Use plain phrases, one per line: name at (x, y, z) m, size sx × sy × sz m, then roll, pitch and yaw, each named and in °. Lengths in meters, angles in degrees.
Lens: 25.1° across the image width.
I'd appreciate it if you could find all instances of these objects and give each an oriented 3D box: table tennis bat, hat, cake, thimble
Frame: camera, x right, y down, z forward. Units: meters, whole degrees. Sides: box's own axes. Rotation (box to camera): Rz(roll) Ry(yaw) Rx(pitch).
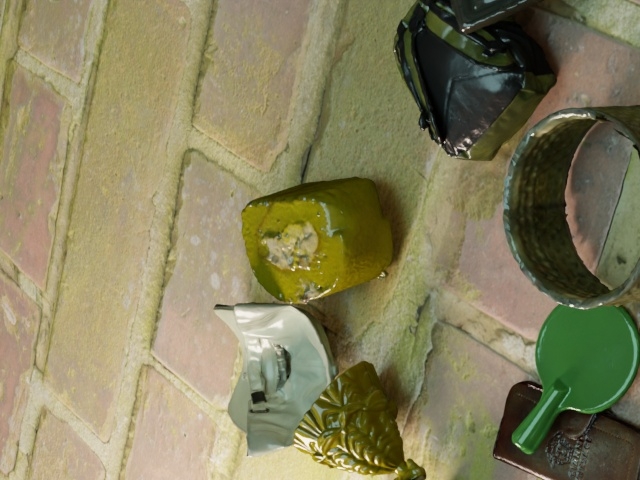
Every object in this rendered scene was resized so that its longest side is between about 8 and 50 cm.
table tennis bat at (0.348, 0.192, 2.006) m, size 0.160 × 0.039 × 0.257 m, roll 45°, pitch 112°, yaw 36°
hat at (-0.079, 0.214, 2.457) m, size 0.301 × 0.168 × 0.258 m, roll -161°, pitch 66°, yaw -72°
cake at (0.000, 0.000, 2.316) m, size 0.260 × 0.156 × 0.179 m, roll -1°, pitch 106°, yaw 53°
thimble at (0.380, -0.048, 1.881) m, size 0.270 × 0.150 × 0.271 m, roll 6°, pitch 99°, yaw 48°

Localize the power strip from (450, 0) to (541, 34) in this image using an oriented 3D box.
power strip at (0.266, -0.442, 1.949) m, size 0.257 × 0.092 × 0.251 m, roll -23°, pitch 70°, yaw 24°

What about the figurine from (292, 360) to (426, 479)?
figurine at (0.121, 0.365, 2.242) m, size 0.187 × 0.168 × 0.315 m, roll -48°, pitch 66°, yaw 8°

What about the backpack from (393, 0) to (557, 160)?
backpack at (0.205, -0.250, 2.068) m, size 0.207 × 0.140 × 0.253 m, roll -51°, pitch 61°, yaw 34°

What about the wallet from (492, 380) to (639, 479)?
wallet at (0.355, 0.288, 2.031) m, size 0.255 × 0.031 × 0.137 m, roll 19°, pitch 104°, yaw 44°
